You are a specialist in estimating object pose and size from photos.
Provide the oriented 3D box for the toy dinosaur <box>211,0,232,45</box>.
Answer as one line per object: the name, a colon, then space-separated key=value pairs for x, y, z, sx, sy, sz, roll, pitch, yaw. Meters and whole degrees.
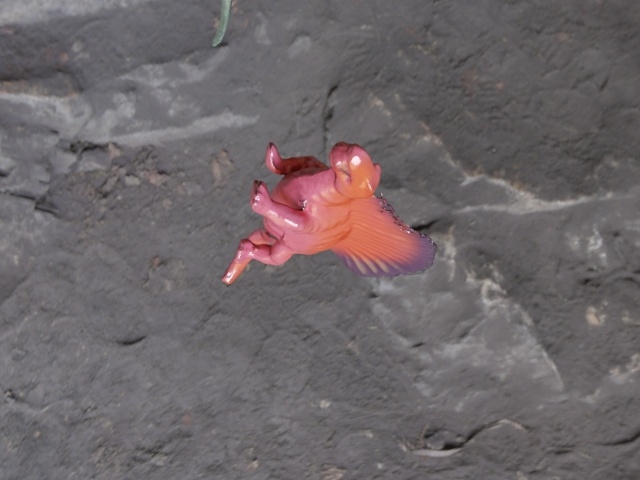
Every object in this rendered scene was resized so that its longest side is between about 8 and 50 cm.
toy dinosaur: x=-0.090 y=-0.327 z=0.747 sx=0.092 sy=0.393 sz=0.205 roll=-16 pitch=59 yaw=-4

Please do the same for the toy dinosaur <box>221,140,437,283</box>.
toy dinosaur: x=0.008 y=0.001 z=0.637 sx=0.139 sy=0.286 sz=0.070 roll=18 pitch=67 yaw=-7
